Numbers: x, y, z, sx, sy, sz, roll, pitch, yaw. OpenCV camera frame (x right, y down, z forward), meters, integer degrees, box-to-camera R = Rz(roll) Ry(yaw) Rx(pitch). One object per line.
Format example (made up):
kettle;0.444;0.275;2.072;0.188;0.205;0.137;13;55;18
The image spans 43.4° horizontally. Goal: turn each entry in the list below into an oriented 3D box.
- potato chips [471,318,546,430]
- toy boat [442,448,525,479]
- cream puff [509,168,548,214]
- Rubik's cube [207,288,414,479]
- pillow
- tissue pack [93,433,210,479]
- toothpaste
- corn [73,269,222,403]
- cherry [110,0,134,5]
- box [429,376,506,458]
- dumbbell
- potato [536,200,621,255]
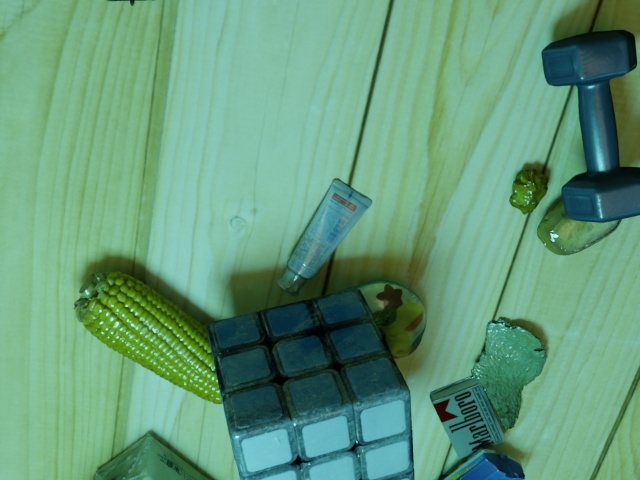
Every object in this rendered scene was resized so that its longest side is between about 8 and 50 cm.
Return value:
potato chips;0.398;0.284;1.698;0.167;0.059;0.228;13;103;-21
toy boat;0.315;0.569;1.821;0.129;0.088;0.295;24;124;-30
cream puff;0.396;-0.091;1.520;0.083;0.058;0.083;39;106;-21
Rubik's cube;-0.020;0.311;1.441;0.305;0.301;0.304;-14;125;-8
pillow;0.099;0.174;1.622;0.233;0.086;0.214;-18;126;2
tissue pack;-0.307;0.641;1.695;0.207;0.297;0.380;-38;114;16
toothpaste;0.000;0.000;1.544;0.089;0.057;0.234;30;103;-19
corn;-0.299;0.197;1.566;0.387;0.144;0.144;38;107;-18
cherry;-0.286;-0.460;1.234;0.195;0.195;0.195;-2;116;-3
box;0.322;0.387;1.757;0.115;0.036;0.178;-23;115;8
dumbbell;0.483;-0.196;1.397;0.159;0.144;0.325;-11;103;4
potato;0.499;-0.038;1.540;0.170;0.080;0.107;-34;104;2
